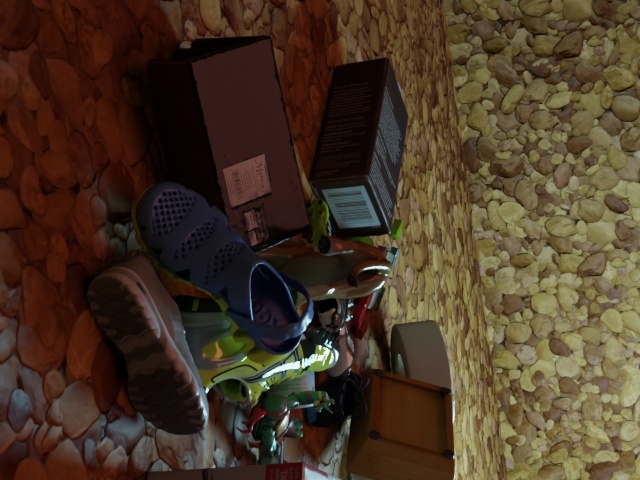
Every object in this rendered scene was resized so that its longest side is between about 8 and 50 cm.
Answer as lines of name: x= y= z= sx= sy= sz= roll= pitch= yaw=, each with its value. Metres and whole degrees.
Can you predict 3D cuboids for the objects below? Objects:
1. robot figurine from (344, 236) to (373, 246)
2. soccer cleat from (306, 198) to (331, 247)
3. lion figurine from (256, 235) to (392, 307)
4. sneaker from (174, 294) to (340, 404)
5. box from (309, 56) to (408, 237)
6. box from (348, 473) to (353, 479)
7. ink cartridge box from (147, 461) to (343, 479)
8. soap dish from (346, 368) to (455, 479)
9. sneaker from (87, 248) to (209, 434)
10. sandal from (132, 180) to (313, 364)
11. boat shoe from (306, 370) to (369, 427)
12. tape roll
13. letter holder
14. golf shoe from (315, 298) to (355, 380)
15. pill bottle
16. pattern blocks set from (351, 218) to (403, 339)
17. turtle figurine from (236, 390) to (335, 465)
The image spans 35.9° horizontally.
robot figurine: x=0.084 y=0.032 z=2.221 sx=0.101 sy=0.067 sz=0.115 roll=52 pitch=39 yaw=-56
soccer cleat: x=0.000 y=0.000 z=2.011 sx=0.072 sy=0.060 sz=0.179 roll=54 pitch=33 yaw=-57
lion figurine: x=0.001 y=0.052 z=1.623 sx=0.240 sy=0.392 sz=0.142 roll=4 pitch=93 yaw=-42
sneaker: x=-0.108 y=0.181 z=1.561 sx=0.385 sy=0.145 sz=0.147 roll=19 pitch=79 yaw=-53
box: x=0.093 y=-0.211 z=2.208 sx=0.191 sy=0.143 sz=0.381 roll=64 pitch=30 yaw=-44
box: x=0.109 y=0.582 z=2.167 sx=0.183 sy=0.059 sz=0.232 roll=64 pitch=29 yaw=-45
ink cartridge box: x=-0.103 y=0.374 z=1.370 sx=0.172 sy=0.237 sz=0.100 roll=46 pitch=40 yaw=-60
soap dish: x=0.179 y=0.405 z=2.098 sx=0.291 sy=0.229 sz=0.118 roll=-80 pitch=-173 yaw=-60
sneaker: x=-0.208 y=0.139 z=1.328 sx=0.115 sy=0.105 sz=0.281 roll=-64 pitch=143 yaw=-55
sandal: x=-0.118 y=0.038 z=1.341 sx=0.317 sy=0.138 sz=0.126 roll=44 pitch=62 yaw=-18
boat shoe: x=0.051 y=0.334 z=2.023 sx=0.258 sy=0.089 sz=0.109 roll=-34 pitch=117 yaw=-68
tape roll: x=0.242 y=0.336 z=2.385 sx=0.286 sy=0.100 sz=0.286 roll=173 pitch=-90 yaw=-85
letter holder: x=-0.164 y=-0.144 z=1.498 sx=0.152 sy=0.214 sz=0.302 roll=-26 pitch=114 yaw=-35
golf shoe: x=0.020 y=0.187 z=2.017 sx=0.094 sy=0.077 sz=0.198 roll=35 pitch=45 yaw=-51
pill bottle: x=-0.056 y=0.217 z=1.757 sx=0.087 sy=0.087 sz=0.160 roll=17 pitch=69 yaw=-69
pattern blocks set: x=0.129 y=0.086 z=2.249 sx=0.325 sy=0.026 sz=0.285 roll=61 pitch=50 yaw=-77
turtle figurine: x=-0.061 y=0.304 z=1.616 sx=0.175 sy=0.118 sz=0.234 roll=-49 pitch=166 yaw=-25
